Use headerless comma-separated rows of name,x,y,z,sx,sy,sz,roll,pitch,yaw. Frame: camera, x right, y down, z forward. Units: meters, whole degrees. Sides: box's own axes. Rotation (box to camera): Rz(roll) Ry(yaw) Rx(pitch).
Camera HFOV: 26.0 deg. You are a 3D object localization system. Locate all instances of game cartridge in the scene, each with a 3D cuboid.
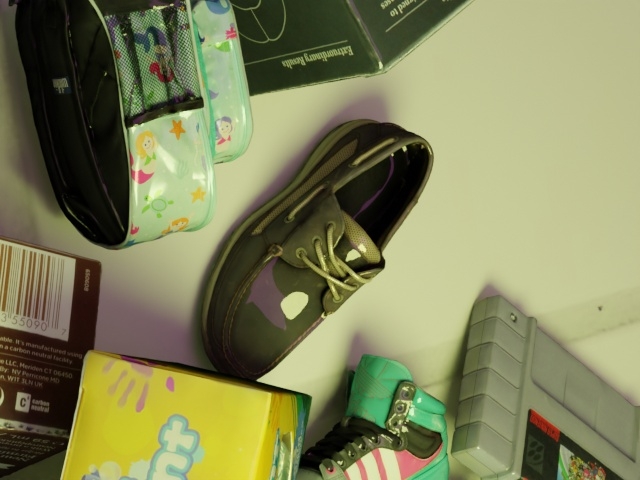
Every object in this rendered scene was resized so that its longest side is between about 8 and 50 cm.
game cartridge,0.305,0.251,1.709,0.355,0.068,0.230,38,43,-29

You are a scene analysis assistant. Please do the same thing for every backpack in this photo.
backpack,-0.178,-0.123,1.322,0.191,0.225,0.254,-10,99,-30

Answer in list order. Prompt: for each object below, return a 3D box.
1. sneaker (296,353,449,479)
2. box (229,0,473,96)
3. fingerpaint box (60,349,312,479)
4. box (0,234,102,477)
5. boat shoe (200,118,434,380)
sneaker,0.036,0.214,1.520,0.295,0.123,0.179,6,90,-43
box,-0.048,-0.366,1.375,0.212,0.293,0.395,-40,111,-29
fingerpaint box,-0.138,0.335,1.223,0.163,0.371,0.445,12,84,6
box,-0.313,0.103,1.208,0.168,0.203,0.167,16,63,-31
boat shoe,0.000,0.000,1.498,0.132,0.130,0.355,44,65,-26
